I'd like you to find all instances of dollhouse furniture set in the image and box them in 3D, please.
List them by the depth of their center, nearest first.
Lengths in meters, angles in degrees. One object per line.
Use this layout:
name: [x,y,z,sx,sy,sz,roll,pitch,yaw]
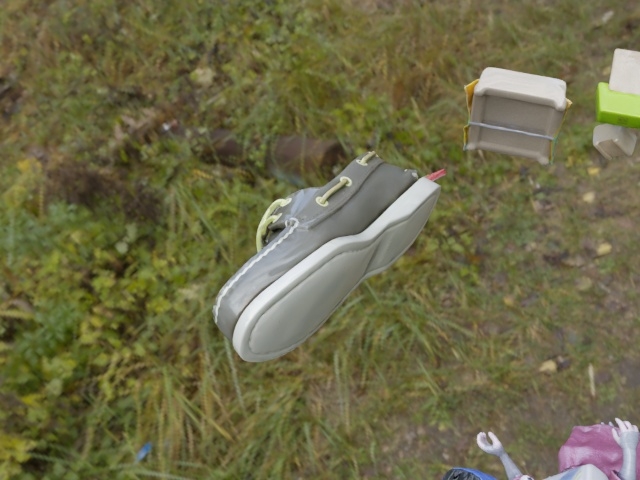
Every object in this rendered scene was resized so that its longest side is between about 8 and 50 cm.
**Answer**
dollhouse furniture set: [0.169,-0.087,0.583,0.152,0.076,0.058,12,65,11]

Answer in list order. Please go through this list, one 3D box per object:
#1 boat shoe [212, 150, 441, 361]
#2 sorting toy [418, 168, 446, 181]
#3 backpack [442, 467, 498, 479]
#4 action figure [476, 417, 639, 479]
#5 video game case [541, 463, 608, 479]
boat shoe: [-0.001,0.003,0.803,0.091,0.109,0.305,35,38,16]
sorting toy: [0.043,-0.011,1.148,0.275,0.046,0.132,-27,2,-15]
backpack: [0.224,0.403,1.373,0.098,0.101,0.120,5,80,47]
action figure: [0.419,0.419,1.482,0.248,0.275,0.370,-11,0,44]
video game case: [0.150,0.405,0.914,0.300,0.036,0.329,-36,22,40]
